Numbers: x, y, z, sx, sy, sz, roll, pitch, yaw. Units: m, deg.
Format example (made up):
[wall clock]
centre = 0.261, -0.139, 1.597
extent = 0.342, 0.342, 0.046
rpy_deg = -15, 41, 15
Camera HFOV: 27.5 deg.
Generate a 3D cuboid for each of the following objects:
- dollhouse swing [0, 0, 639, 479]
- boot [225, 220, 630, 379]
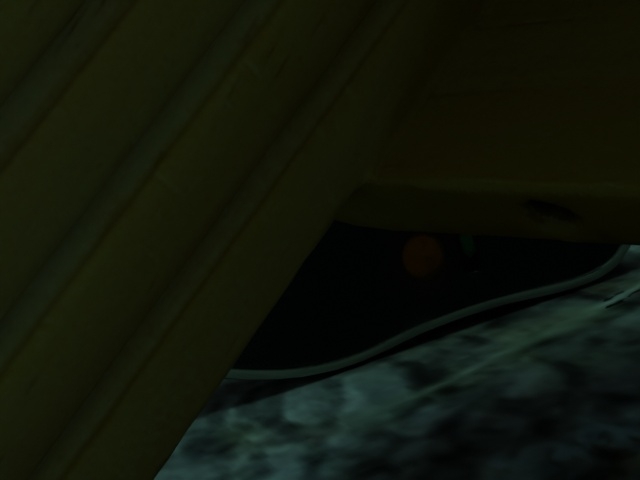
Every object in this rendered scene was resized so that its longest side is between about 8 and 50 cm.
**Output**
[dollhouse swing]
centre = -0.003, -0.060, 0.231
extent = 0.315, 0.347, 0.305
rpy_deg = 5, 60, 35
[boot]
centre = 0.000, 0.000, 0.617
extent = 0.244, 0.088, 0.176
rpy_deg = -10, 7, -15
